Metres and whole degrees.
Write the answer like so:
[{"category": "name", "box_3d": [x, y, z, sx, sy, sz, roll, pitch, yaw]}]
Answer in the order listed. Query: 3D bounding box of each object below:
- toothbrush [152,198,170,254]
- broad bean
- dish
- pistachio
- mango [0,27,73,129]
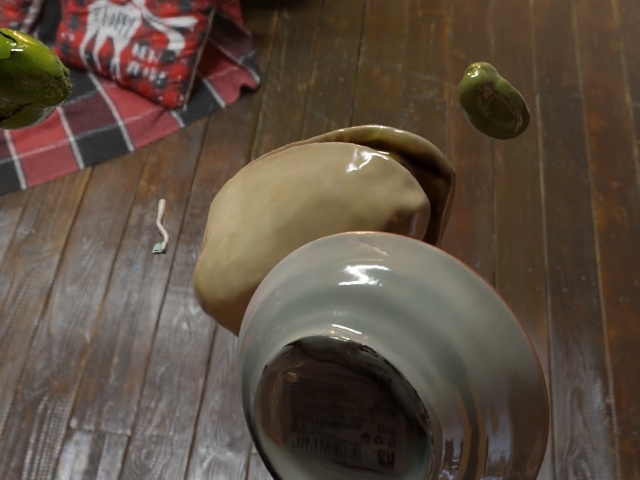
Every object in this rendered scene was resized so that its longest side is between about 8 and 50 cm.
[{"category": "toothbrush", "box_3d": [-0.217, -0.020, 1.157, 0.022, 0.017, 0.204, -6, 22, -6]}, {"category": "broad bean", "box_3d": [0.165, -0.132, 0.811, 0.083, 0.063, 0.045, 48, 49, -14]}, {"category": "dish", "box_3d": [0.029, 0.127, 0.616, 0.260, 0.260, 0.085, 33, 25, 18]}, {"category": "pistachio", "box_3d": [0.000, 0.000, 0.835, 0.214, 0.318, 0.193, 55, 40, -1]}, {"category": "mango", "box_3d": [-0.267, -0.144, 0.742, 0.165, 0.091, 0.074, 8, 51, 43]}]
